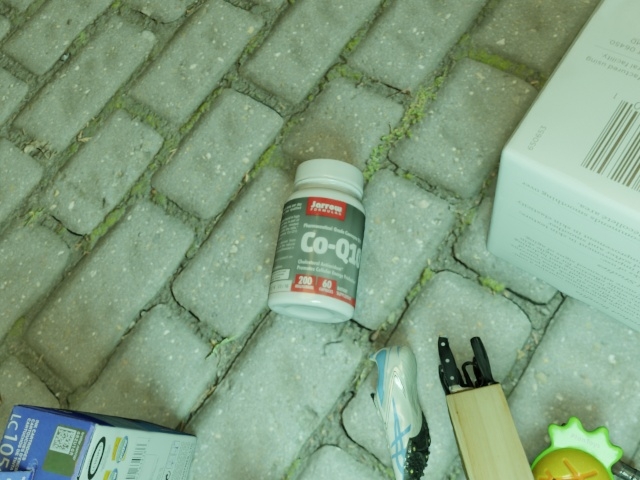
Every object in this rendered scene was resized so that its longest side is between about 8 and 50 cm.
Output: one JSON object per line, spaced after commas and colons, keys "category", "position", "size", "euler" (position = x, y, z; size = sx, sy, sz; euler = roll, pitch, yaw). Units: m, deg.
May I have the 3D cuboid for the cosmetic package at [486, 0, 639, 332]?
{"category": "cosmetic package", "position": [0.487, -0.099, 0.867], "size": [0.329, 0.393, 0.327], "euler": [31, 79, 21]}

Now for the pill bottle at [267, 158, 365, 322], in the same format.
{"category": "pill bottle", "position": [0.000, 0.000, 1.063], "size": [0.161, 0.161, 0.283], "euler": [3, 70, 14]}

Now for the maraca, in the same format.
{"category": "maraca", "position": [0.385, 0.365, 0.860], "size": [0.127, 0.099, 0.185], "euler": [16, 92, 18]}

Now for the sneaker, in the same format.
{"category": "sneaker", "position": [0.133, 0.301, 0.969], "size": [0.086, 0.085, 0.237], "euler": [-17, 67, 34]}

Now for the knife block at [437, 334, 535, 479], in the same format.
{"category": "knife block", "position": [0.246, 0.278, 0.865], "size": [0.088, 0.275, 0.242], "euler": [-15, 96, 7]}

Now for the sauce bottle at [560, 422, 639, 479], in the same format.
{"category": "sauce bottle", "position": [0.440, 0.342, 0.898], "size": [0.128, 0.042, 0.042], "euler": [28, 77, 22]}

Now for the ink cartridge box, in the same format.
{"category": "ink cartridge box", "position": [-0.364, 0.405, 0.857], "size": [0.151, 0.395, 0.269], "euler": [7, 71, 15]}
